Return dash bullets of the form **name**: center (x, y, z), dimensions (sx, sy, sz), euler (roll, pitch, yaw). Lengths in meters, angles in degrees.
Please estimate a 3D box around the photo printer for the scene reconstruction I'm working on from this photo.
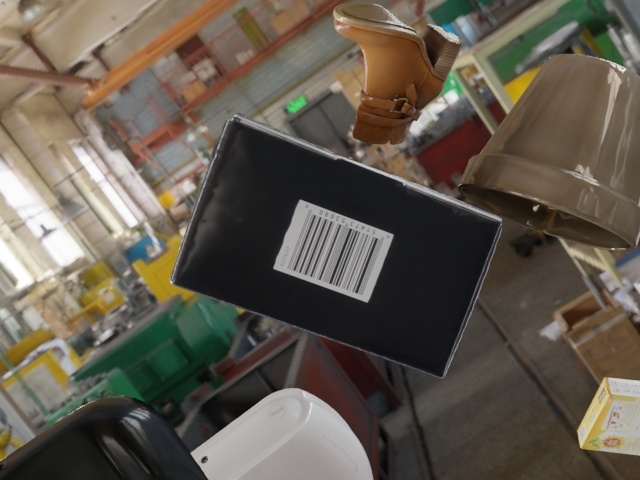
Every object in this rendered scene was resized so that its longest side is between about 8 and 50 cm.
- **photo printer**: center (-0.078, 0.359, 1.145), dimensions (0.308, 0.256, 0.107), euler (-35, 38, -7)

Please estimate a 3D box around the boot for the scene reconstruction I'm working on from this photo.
- **boot**: center (0.096, -0.275, 1.407), dimensions (0.284, 0.109, 0.220), euler (-1, -51, -46)

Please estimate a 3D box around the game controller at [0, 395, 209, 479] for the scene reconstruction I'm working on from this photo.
- **game controller**: center (-0.196, 0.236, 0.496), dimensions (0.319, 0.166, 0.067), euler (-34, -7, -30)

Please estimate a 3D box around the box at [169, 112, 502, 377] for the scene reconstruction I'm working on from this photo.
- **box**: center (0.000, 0.000, 1.523), dimensions (0.472, 0.480, 0.297), euler (-146, 76, -81)

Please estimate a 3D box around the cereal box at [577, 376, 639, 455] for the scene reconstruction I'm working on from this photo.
- **cereal box**: center (0.611, 0.327, 1.504), dimensions (0.047, 0.240, 0.173), euler (-85, 2, -48)

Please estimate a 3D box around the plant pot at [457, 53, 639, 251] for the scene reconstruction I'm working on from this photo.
- **plant pot**: center (0.445, -0.163, 1.468), dimensions (0.323, 0.323, 0.280), euler (-166, 98, -81)
